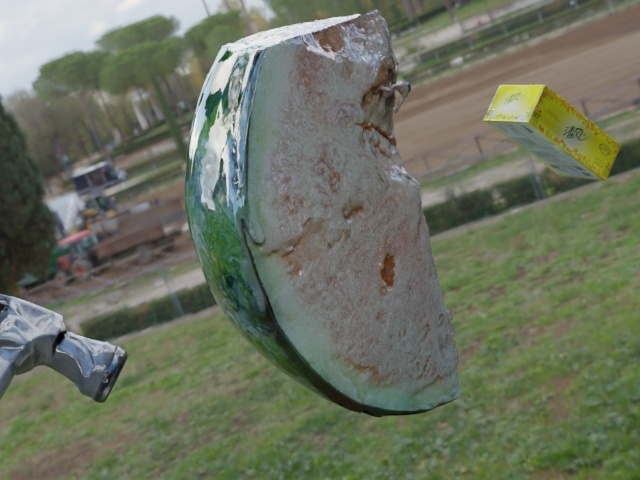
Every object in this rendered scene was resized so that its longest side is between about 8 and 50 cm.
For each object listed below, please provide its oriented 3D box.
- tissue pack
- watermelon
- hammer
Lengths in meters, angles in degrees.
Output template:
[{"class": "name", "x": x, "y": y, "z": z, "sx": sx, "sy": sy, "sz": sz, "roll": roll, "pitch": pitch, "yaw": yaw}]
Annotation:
[{"class": "tissue pack", "x": 0.328, "y": -0.153, "z": 1.317, "sx": 0.095, "sy": 0.176, "sz": 0.062, "roll": 16, "pitch": 78, "yaw": 60}, {"class": "watermelon", "x": 0.000, "y": 0.000, "z": 0.681, "sx": 0.180, "sy": 0.305, "sz": 0.224, "roll": -14, "pitch": 17, "yaw": 6}, {"class": "hammer", "x": -0.243, "y": 0.181, "z": 0.548, "sx": 0.044, "sy": 0.152, "sz": 0.427, "roll": -56, "pitch": 13, "yaw": 35}]
